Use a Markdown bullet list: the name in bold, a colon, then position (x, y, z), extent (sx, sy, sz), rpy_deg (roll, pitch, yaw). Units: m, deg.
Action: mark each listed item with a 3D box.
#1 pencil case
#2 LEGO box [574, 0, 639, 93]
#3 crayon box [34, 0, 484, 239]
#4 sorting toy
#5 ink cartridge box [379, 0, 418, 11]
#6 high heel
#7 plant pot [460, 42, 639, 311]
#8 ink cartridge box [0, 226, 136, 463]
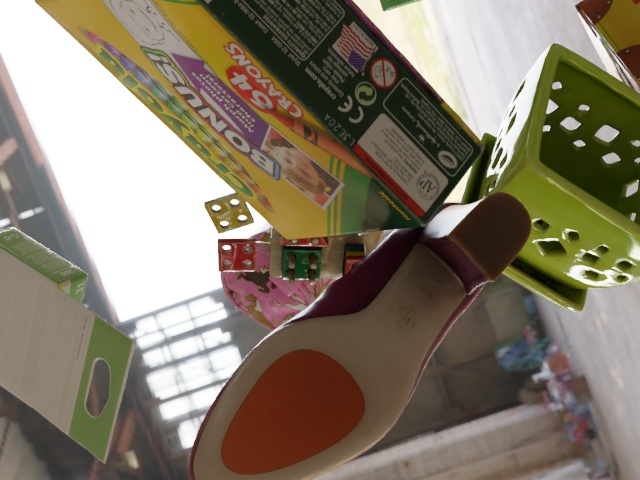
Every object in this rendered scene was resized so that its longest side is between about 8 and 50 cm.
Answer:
- **pencil case**: position (0.014, -0.026, 1.628), extent (0.386, 0.160, 0.167), rpy_deg (-46, -26, -40)
- **LEGO box**: position (0.682, -0.321, 1.612), extent (0.372, 0.500, 0.193), rpy_deg (44, -162, -48)
- **crayon box**: position (-0.072, -0.157, 1.013), extent (0.363, 0.106, 0.313), rpy_deg (44, 162, -15)
- **sorting toy**: position (0.000, 0.000, 1.294), extent (0.046, 0.274, 0.132), rpy_deg (-94, 8, -52)
- **ink cartridge box**: position (0.221, -0.401, 1.427), extent (0.211, 0.289, 0.122), rpy_deg (-41, -64, -64)
- **high heel**: position (0.026, 0.098, 0.986), extent (0.127, 0.377, 0.181), rpy_deg (55, 159, -1)
- **plant pot**: position (0.299, -0.061, 1.360), extent (0.228, 0.207, 0.227), rpy_deg (30, -130, -11)
- **ink cartridge box**: position (-0.293, 0.114, 1.232), extent (0.056, 0.235, 0.171), rpy_deg (-27, -40, -55)
